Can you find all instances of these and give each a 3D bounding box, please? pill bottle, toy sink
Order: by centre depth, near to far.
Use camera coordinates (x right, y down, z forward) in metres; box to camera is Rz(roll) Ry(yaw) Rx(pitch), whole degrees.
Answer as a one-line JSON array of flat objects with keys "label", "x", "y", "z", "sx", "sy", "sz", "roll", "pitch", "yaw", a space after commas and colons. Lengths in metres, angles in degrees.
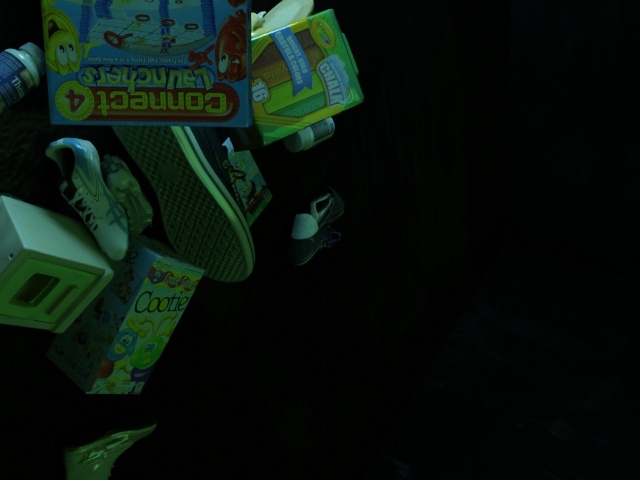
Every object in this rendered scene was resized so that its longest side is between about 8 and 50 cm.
[{"label": "pill bottle", "x": -0.468, "y": -0.244, "z": 0.914, "sx": 0.120, "sy": 0.067, "sz": 0.067, "roll": -52, "pitch": 144, "yaw": -29}, {"label": "toy sink", "x": -0.445, "y": 0.053, "z": 0.997, "sx": 0.153, "sy": 0.131, "sz": 0.234, "roll": -45, "pitch": 151, "yaw": 9}, {"label": "pill bottle", "x": -0.032, "y": -0.279, "z": 1.570, "sx": 0.137, "sy": 0.078, "sz": 0.078, "roll": -35, "pitch": 134, "yaw": -45}]

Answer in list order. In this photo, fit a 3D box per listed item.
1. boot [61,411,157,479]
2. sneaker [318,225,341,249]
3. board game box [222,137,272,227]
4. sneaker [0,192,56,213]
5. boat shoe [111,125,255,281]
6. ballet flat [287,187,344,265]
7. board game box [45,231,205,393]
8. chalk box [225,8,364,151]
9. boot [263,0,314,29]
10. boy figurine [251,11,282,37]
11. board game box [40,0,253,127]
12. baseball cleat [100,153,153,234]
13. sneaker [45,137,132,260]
[{"label": "boot", "x": -0.455, "y": 0.469, "z": 1.306, "sx": 0.213, "sy": 0.077, "sz": 0.165, "roll": -7, "pitch": 111, "yaw": -51}, {"label": "sneaker", "x": 0.000, "y": 0.000, "z": 1.775, "sx": 0.170, "sy": 0.071, "sz": 0.068, "roll": -32, "pitch": 131, "yaw": -46}, {"label": "board game box", "x": -0.202, "y": -0.118, "z": 1.427, "sx": 0.160, "sy": 0.039, "sz": 0.211, "roll": -55, "pitch": 144, "yaw": -24}, {"label": "sneaker", "x": -0.488, "y": -0.030, "z": 1.023, "sx": 0.061, "sy": 0.054, "sz": 0.152, "roll": -55, "pitch": 146, "yaw": 4}, {"label": "boat shoe", "x": -0.243, "y": -0.121, "z": 1.201, "sx": 0.156, "sy": 0.187, "sz": 0.500, "roll": -68, "pitch": 146, "yaw": -46}, {"label": "ballet flat", "x": -0.025, "y": -0.052, "z": 1.702, "sx": 0.280, "sy": 0.095, "sz": 0.096, "roll": -56, "pitch": 137, "yaw": -42}, {"label": "board game box", "x": -0.369, "y": 0.136, "z": 1.162, "sx": 0.275, "sy": 0.144, "sz": 0.142, "roll": -62, "pitch": 149, "yaw": 1}, {"label": "chalk box", "x": -0.047, "y": -0.305, "z": 1.144, "sx": 0.289, "sy": 0.179, "sz": 0.180, "roll": -29, "pitch": 106, "yaw": -20}, {"label": "boot", "x": -0.082, "y": -0.399, "z": 1.424, "sx": 0.295, "sy": 0.104, "sz": 0.211, "roll": -59, "pitch": 152, "yaw": -11}, {"label": "boy figurine", "x": -0.136, "y": -0.370, "z": 1.246, "sx": 0.285, "sy": 0.092, "sz": 0.177, "roll": -18, "pitch": 109, "yaw": -22}, {"label": "board game box", "x": -0.261, "y": -0.330, "z": 0.940, "sx": 0.086, "sy": 0.308, "sz": 0.301, "roll": -101, "pitch": -169, "yaw": -77}, {"label": "baseball cleat", "x": -0.368, "y": -0.091, "z": 1.150, "sx": 0.072, "sy": 0.109, "sz": 0.206, "roll": -24, "pitch": 160, "yaw": -21}, {"label": "sneaker", "x": -0.389, "y": -0.066, "z": 1.021, "sx": 0.086, "sy": 0.237, "sz": 0.085, "roll": -15, "pitch": 161, "yaw": -48}]
